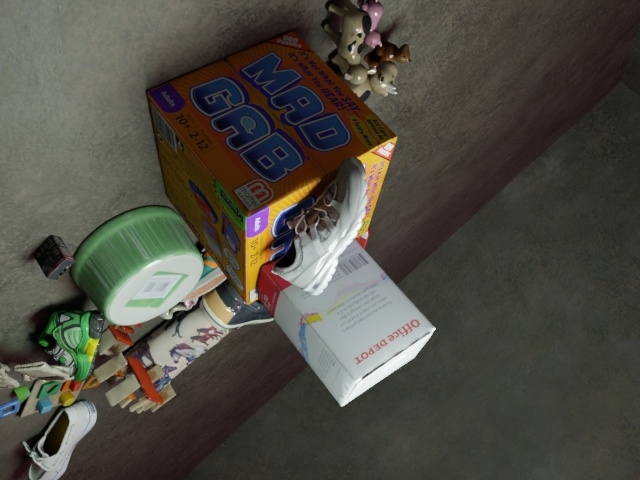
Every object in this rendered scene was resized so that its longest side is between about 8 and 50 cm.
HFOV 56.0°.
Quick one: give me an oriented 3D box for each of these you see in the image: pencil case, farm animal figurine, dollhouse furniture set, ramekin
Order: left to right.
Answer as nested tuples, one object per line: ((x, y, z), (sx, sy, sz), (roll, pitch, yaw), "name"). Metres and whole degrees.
((-0.535, 0.359, 1.742), (0.135, 0.259, 0.262), (-36, 159, -4), "dollhouse furniture set")
((-0.440, 0.072, 1.493), (0.303, 0.148, 0.303), (-34, 158, -16), "ramekin")
((-0.439, 0.330, 1.962), (0.410, 0.160, 0.184), (-38, 119, -6), "pencil case")
((0.087, -0.393, 1.432), (0.327, 0.172, 0.330), (-48, 157, 19), "farm animal figurine")

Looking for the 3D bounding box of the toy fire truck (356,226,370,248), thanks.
((0.000, 0.000, 1.871), (0.169, 0.302, 0.254), (-74, 179, -65), "toy fire truck")

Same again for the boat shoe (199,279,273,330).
((-0.204, 0.165, 1.949), (0.156, 0.187, 0.500), (-43, 169, 16), "boat shoe")

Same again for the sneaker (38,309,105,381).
((-0.660, 0.265, 1.585), (0.146, 0.134, 0.343), (13, 141, -19), "sneaker")

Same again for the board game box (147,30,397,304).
((-0.111, -0.154, 1.313), (0.356, 0.356, 0.356), (-31, 157, -23), "board game box")

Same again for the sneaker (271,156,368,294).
((-0.001, -0.027, 1.108), (0.115, 0.105, 0.281), (17, 110, -18), "sneaker")

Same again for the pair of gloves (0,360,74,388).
((-0.752, 0.328, 1.495), (0.240, 0.042, 0.204), (-6, 158, 2), "pair of gloves")

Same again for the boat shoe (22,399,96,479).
((-0.884, 0.676, 1.954), (0.367, 0.136, 0.156), (-50, 157, 15), "boat shoe")

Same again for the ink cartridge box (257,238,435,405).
((0.045, 0.149, 1.251), (0.226, 0.306, 0.131), (-26, 154, -30), "ink cartridge box")

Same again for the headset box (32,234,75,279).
((-0.573, 0.040, 1.298), (0.062, 0.083, 0.032), (-44, 158, 7), "headset box")

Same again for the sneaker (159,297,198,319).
((-0.389, 0.144, 1.768), (0.252, 0.111, 0.103), (-36, 158, -12), "sneaker")

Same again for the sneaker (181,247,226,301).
((-0.302, 0.050, 1.718), (0.302, 0.121, 0.108), (-38, 170, -20), "sneaker")

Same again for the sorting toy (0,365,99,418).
((-0.787, 0.461, 1.812), (0.347, 0.047, 0.196), (-8, 142, -54), "sorting toy")
